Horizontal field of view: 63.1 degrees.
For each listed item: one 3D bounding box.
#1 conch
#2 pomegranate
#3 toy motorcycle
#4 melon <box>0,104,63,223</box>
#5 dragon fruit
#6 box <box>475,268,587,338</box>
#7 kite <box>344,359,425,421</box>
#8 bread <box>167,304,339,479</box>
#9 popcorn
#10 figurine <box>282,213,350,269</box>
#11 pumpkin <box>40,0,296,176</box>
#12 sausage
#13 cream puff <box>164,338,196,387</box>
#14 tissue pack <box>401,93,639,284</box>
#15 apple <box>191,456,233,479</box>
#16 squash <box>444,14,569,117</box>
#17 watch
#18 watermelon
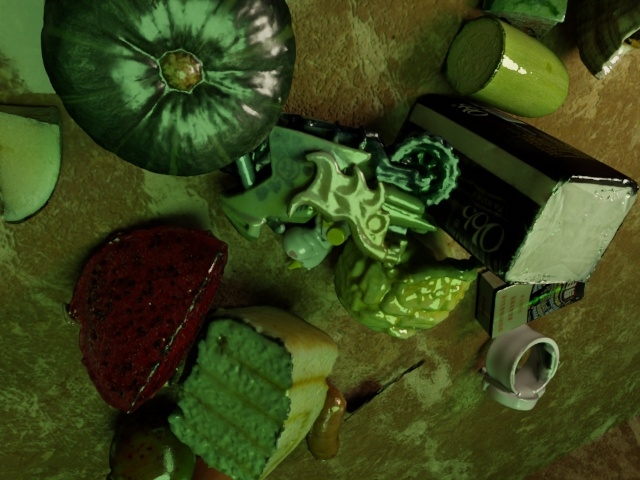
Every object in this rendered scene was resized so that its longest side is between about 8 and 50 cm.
[{"bbox_3d":[0.525,-0.405,0.893,0.210,0.159,0.291,-37,166,29],"label":"conch"},{"bbox_3d":[-0.334,0.467,1.133,0.245,0.198,0.198,5,127,-1],"label":"pomegranate"},{"bbox_3d":[0.006,-0.089,0.834,0.409,0.169,0.237,11,117,0],"label":"toy motorcycle"},{"bbox_3d":[-0.413,-0.102,0.740,0.097,0.054,0.182,-1,126,-19],"label":"melon"},{"bbox_3d":[-0.303,0.107,0.906,0.317,0.205,0.152,-60,173,-9],"label":"dragon fruit"},{"bbox_3d":[0.573,0.122,1.405,0.309,0.084,0.198,-21,133,-10],"label":"box"},{"bbox_3d":[0.179,0.415,1.460,0.285,0.015,0.152,-36,165,0],"label":"kite"},{"bbox_3d":[-0.109,0.273,1.059,0.264,0.239,0.396,-27,146,-55],"label":"bread"},{"bbox_3d":[0.167,0.062,1.045,0.292,0.293,0.237,-10,124,-20],"label":"popcorn"},{"bbox_3d":[-0.005,0.001,1.011,0.178,0.109,0.129,-45,155,16],"label":"figurine"},{"bbox_3d":[-0.176,-0.232,0.651,0.299,0.207,0.301,-5,118,-10],"label":"pumpkin"},{"bbox_3d":[0.011,0.492,1.412,0.108,0.109,0.271,-10,130,-20],"label":"sausage"},{"bbox_3d":[-0.302,0.215,1.014,0.104,0.119,0.133,18,107,-12],"label":"cream puff"},{"bbox_3d":[0.298,-0.105,0.889,0.209,0.370,0.198,-1,122,-26],"label":"tissue pack"},{"bbox_3d":[-0.288,0.709,1.266,0.363,0.364,0.364,-14,131,-17],"label":"apple"},{"bbox_3d":[0.350,-0.292,0.922,0.246,0.133,0.133,7,123,-33],"label":"squash"},{"bbox_3d":[0.611,0.369,1.594,0.243,0.196,0.232,2,104,-29],"label":"watch"},{"bbox_3d":[0.371,-0.393,0.868,0.158,0.121,0.098,18,95,-41],"label":"watermelon"}]
